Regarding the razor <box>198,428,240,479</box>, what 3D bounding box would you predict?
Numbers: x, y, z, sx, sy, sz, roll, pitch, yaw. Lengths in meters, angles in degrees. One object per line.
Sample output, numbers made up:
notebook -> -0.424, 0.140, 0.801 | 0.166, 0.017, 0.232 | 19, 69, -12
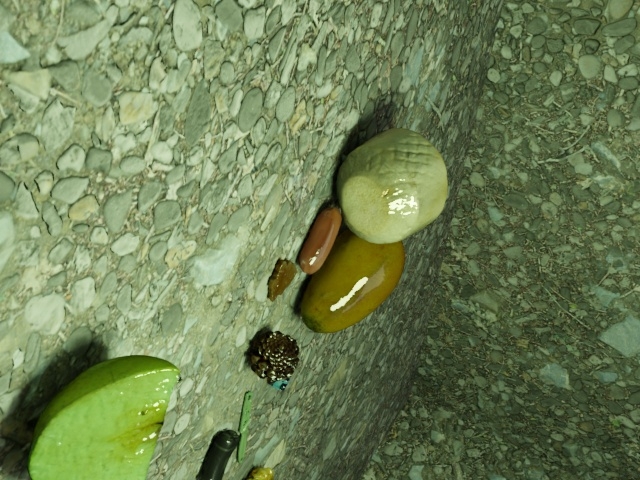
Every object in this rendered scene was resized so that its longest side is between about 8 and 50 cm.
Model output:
razor -> -0.269, 0.579, 1.933 | 0.148, 0.054, 0.090 | -66, 160, 3

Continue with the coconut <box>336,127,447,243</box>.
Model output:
coconut -> 0.200, -0.146, 1.969 | 0.329, 0.329, 0.329 | -51, 155, -35

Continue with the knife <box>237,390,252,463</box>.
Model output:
knife -> -0.218, 0.537, 2.067 | 0.043, 0.020, 0.293 | -36, 144, -51

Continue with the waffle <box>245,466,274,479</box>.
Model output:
waffle -> -0.220, 0.874, 2.253 | 0.324, 0.151, 0.261 | -46, 148, -50

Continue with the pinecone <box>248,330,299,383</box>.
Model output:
pinecone -> -0.124, 0.308, 1.893 | 0.140, 0.140, 0.121 | -50, -178, -37

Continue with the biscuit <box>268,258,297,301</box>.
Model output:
biscuit -> -0.098, 0.096, 1.872 | 0.130, 0.019, 0.119 | -20, 131, -62

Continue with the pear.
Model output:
pear -> -0.395, 0.313, 1.229 | 0.239, 0.139, 0.288 | -8, 125, -50

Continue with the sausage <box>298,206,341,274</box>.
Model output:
sausage -> 0.000, 0.000, 1.936 | 0.194, 0.077, 0.077 | -64, 160, -4

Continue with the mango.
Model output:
mango -> 0.088, 0.115, 2.089 | 0.378, 0.221, 0.264 | -47, 159, -18

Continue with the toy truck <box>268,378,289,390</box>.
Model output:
toy truck -> -0.112, 0.394, 2.134 | 0.090, 0.056, 0.073 | -47, 160, -72
